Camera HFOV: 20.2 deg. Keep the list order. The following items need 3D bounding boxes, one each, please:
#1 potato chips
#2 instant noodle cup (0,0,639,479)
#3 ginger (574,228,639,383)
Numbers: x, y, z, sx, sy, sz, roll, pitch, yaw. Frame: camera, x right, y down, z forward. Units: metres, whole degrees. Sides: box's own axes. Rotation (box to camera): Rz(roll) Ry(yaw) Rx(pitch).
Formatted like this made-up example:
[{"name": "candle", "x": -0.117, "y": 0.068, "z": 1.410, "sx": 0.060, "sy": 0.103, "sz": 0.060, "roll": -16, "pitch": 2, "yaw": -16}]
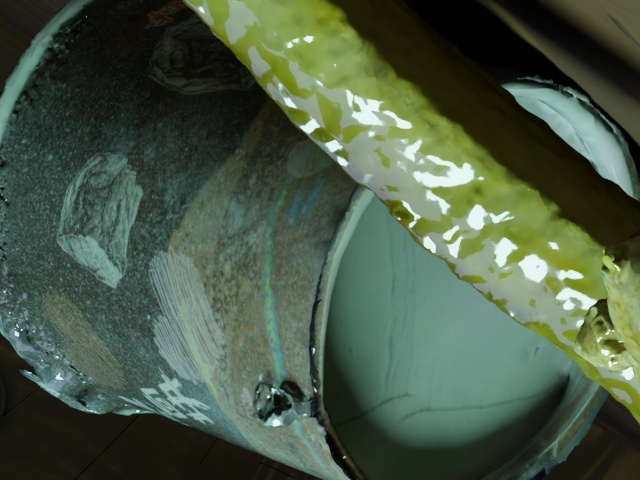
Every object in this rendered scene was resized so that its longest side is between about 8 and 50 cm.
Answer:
[{"name": "potato chips", "x": 0.075, "y": -0.010, "z": 0.569, "sx": 0.407, "sy": 0.057, "sz": 0.080, "roll": 40, "pitch": 134, "yaw": 0}, {"name": "instant noodle cup", "x": 0.000, "y": 0.000, "z": 0.732, "sx": 0.207, "sy": 0.217, "sz": 0.217, "roll": 20, "pitch": 168, "yaw": 48}, {"name": "ginger", "x": 0.142, "y": 0.017, "z": 0.350, "sx": 0.176, "sy": 0.052, "sz": 0.193, "roll": 17, "pitch": 164, "yaw": 10}]
